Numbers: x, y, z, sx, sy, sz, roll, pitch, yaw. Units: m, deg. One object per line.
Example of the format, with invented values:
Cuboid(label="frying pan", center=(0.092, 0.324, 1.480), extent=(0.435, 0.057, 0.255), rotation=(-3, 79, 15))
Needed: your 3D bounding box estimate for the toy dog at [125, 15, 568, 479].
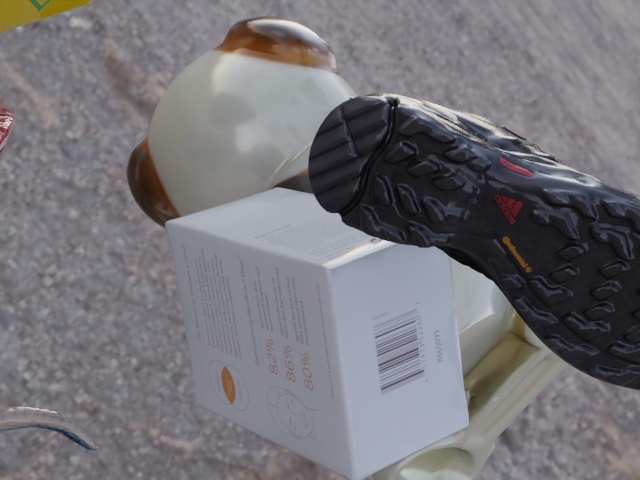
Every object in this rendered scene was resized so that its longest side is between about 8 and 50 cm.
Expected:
Cuboid(label="toy dog", center=(0.000, 0.000, 1.089), extent=(0.395, 0.284, 0.408), rotation=(6, 36, -50))

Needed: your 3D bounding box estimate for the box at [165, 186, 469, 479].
Cuboid(label="box", center=(-0.005, 0.048, 0.755), extent=(0.091, 0.170, 0.130), rotation=(-20, 111, -33))

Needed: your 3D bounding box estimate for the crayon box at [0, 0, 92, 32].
Cuboid(label="crayon box", center=(-0.229, -0.351, 0.737), extent=(0.106, 0.313, 0.363), rotation=(-26, 83, -27))

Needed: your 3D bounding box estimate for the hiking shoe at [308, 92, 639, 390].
Cuboid(label="hiking shoe", center=(0.107, -0.012, 0.603), extent=(0.227, 0.086, 0.114), rotation=(32, 22, -2))

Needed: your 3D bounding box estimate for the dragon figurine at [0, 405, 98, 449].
Cuboid(label="dragon figurine", center=(-0.251, 0.149, 0.586), extent=(0.085, 0.144, 0.289), rotation=(51, 39, 9))

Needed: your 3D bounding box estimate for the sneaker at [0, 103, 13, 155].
Cuboid(label="sneaker", center=(-0.275, -0.042, 0.938), extent=(0.087, 0.128, 0.221), rotation=(2, 21, -10))
